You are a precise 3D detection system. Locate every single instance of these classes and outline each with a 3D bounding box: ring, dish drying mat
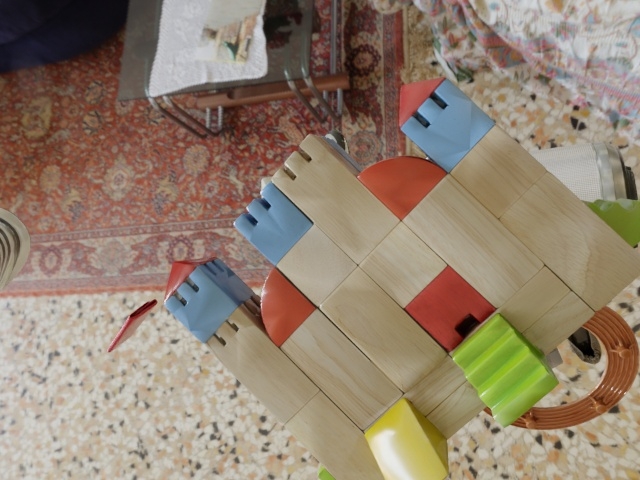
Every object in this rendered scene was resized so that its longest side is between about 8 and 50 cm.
[{"bbox_3d":[0.450,0.255,1.019,0.336,0.032,0.337,3,115,6],"label":"ring"},{"bbox_3d":[-0.178,0.080,0.484,0.008,0.032,0.083,47,134,-1],"label":"dish drying mat"}]

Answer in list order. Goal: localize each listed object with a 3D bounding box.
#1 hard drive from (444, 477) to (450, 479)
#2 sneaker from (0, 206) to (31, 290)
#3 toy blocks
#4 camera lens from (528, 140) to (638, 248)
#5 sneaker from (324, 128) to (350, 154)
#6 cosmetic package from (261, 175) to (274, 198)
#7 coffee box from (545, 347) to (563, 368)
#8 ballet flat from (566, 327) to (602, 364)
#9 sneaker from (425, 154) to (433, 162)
[{"bbox_3d":[0.177,0.533,1.076,0.210,0.319,0.040,-20,39,24],"label":"hard drive"},{"bbox_3d":[-0.595,0.152,0.706,0.169,0.257,0.448,36,88,-22],"label":"sneaker"},{"bbox_3d":[0.048,0.022,0.438,0.261,0.190,0.381,44,104,4],"label":"toy blocks"},{"bbox_3d":[0.369,-0.042,0.873,0.274,0.219,0.220,-5,77,24],"label":"camera lens"},{"bbox_3d":[-0.020,-0.139,1.230,0.100,0.107,0.272,38,106,44],"label":"sneaker"},{"bbox_3d":[0.000,0.000,0.941,0.153,0.129,0.296,-8,37,-17],"label":"cosmetic package"},{"bbox_3d":[0.479,0.318,1.340,0.246,0.141,0.098,-15,79,-25],"label":"coffee box"},{"bbox_3d":[0.622,0.210,1.277,0.084,0.058,0.250,-31,102,21],"label":"ballet flat"},{"bbox_3d":[0.380,-0.186,1.520,0.101,0.268,0.153,-27,115,-6],"label":"sneaker"}]
